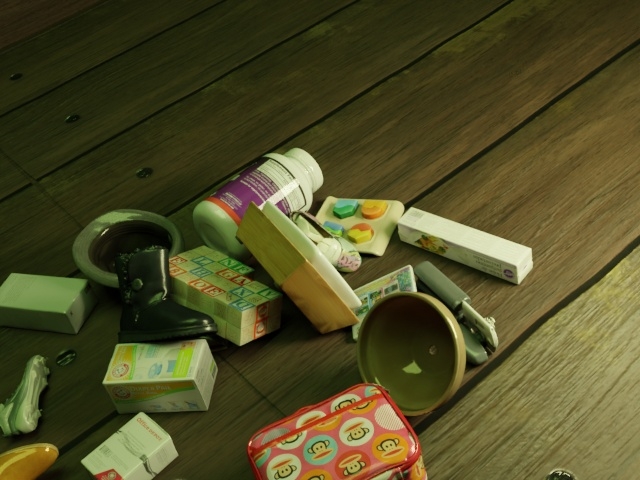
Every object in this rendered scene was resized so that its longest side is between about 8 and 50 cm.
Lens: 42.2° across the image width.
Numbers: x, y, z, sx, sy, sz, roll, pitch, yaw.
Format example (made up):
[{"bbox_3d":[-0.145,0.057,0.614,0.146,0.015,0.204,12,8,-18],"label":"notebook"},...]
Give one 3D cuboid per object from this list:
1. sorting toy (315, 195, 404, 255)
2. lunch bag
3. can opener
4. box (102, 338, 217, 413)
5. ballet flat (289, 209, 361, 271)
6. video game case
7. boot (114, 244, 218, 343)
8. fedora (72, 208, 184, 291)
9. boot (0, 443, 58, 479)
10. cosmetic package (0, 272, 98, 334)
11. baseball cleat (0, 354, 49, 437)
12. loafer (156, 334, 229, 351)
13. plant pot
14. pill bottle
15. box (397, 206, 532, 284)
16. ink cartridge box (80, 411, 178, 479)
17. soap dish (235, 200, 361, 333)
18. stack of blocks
[{"bbox_3d":[0.081,-0.044,2.041,0.208,0.038,0.193,7,44,24],"label":"sorting toy"},{"bbox_3d":[0.022,0.389,1.505,0.293,0.120,0.258,-23,36,-10],"label":"lunch bag"},{"bbox_3d":[0.276,0.143,1.737,0.093,0.074,0.280,-24,40,-12],"label":"can opener"},{"bbox_3d":[-0.334,0.285,1.734,0.203,0.103,0.114,-4,41,12],"label":"box"},{"bbox_3d":[0.000,0.000,1.956,0.221,0.079,0.077,41,101,31],"label":"ballet flat"},{"bbox_3d":[0.136,0.135,1.793,0.157,0.019,0.143,-26,36,19],"label":"video game case"},{"bbox_3d":[-0.336,0.110,1.768,0.246,0.094,0.207,-8,81,26],"label":"boot"},{"bbox_3d":[-0.454,0.049,2.028,0.275,0.124,0.244,13,49,20],"label":"fedora"},{"bbox_3d":[-0.611,0.529,1.552,0.295,0.104,0.211,-28,47,-7],"label":"boot"},{"bbox_3d":[-0.672,0.152,2.008,0.231,0.085,0.117,5,44,20],"label":"cosmetic package"},{"bbox_3d":[-0.654,0.335,1.799,0.109,0.072,0.206,-18,36,6],"label":"baseball cleat"},{"bbox_3d":[-0.283,0.228,1.820,0.170,0.062,0.061,-17,43,-1],"label":"loafer"},{"bbox_3d":[0.194,0.217,1.613,0.237,0.237,0.110,28,15,39],"label":"plant pot"},{"bbox_3d":[-0.148,-0.094,2.057,0.181,0.181,0.323,26,54,38],"label":"pill bottle"},{"bbox_3d":[0.323,0.008,1.888,0.324,0.063,0.067,21,53,35],"label":"box"},{"bbox_3d":[-0.370,0.424,1.615,0.150,0.063,0.109,-39,45,-27],"label":"ink cartridge box"},{"bbox_3d":[-0.054,0.059,1.818,0.118,0.229,0.291,-41,39,-3],"label":"soap dish"},{"bbox_3d":[-0.224,0.118,1.861,0.297,0.087,0.171,22,28,34],"label":"stack of blocks"}]
